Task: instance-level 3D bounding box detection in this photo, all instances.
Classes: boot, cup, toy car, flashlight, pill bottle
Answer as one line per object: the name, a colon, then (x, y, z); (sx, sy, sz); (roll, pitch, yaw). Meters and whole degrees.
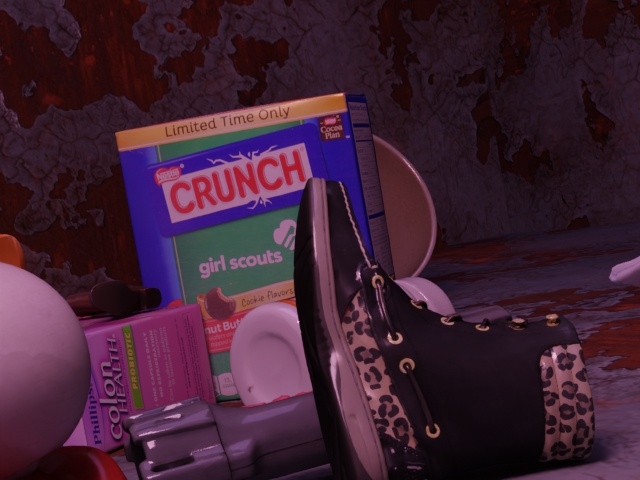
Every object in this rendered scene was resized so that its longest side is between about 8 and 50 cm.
boot: (0.080, 0.061, 0.882); (0.178, 0.236, 0.085); (-6, -25, -12)
cup: (0.000, 0.000, 2.146); (0.331, 0.331, 0.237); (-10, -24, -25)
toy car: (-0.177, 0.098, 0.605); (0.219, 0.238, 0.210); (-9, 2, 27)
boot: (-0.244, 0.065, 1.343); (0.114, 0.037, 0.106); (-4, -9, 33)
flashlight: (0.007, 0.128, 0.940); (0.304, 0.103, 0.103); (-13, -36, -16)
pill bottle: (0.029, 0.101, 1.202); (0.121, 0.121, 0.221); (-8, 3, 42)

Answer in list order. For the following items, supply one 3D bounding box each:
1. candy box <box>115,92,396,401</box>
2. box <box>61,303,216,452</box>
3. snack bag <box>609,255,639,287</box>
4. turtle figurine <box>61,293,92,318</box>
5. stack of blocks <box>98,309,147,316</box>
candy box: (-0.062, 0.008, 1.419); (0.268, 0.317, 0.122); (-9, 2, 12)
box: (-0.264, 0.148, 1.303); (0.213, 0.117, 0.243); (-8, 3, 26)
snack bag: (0.465, 0.007, 1.081); (0.323, 0.037, 0.342); (9, -23, -34)
turtle figurine: (-0.371, 0.126, 1.668); (0.234, 0.118, 0.175); (-22, 42, -1)
stack of blocks: (-0.171, 0.130, 1.780); (0.297, 0.087, 0.171); (-8, 2, 25)
